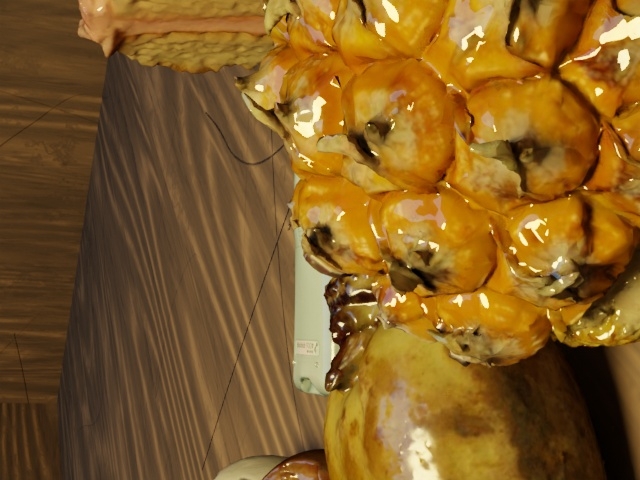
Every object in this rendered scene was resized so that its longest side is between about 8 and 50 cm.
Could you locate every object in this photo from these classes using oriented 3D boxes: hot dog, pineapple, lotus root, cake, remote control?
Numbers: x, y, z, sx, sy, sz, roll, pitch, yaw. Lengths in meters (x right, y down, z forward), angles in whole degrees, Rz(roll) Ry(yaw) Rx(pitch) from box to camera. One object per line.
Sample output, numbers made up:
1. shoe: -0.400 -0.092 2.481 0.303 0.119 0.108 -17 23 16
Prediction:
1. hot dog: 0.169 0.004 0.464 0.078 0.061 0.169 -43 -9 -50
2. pineapple: 0.084 -0.150 0.428 0.286 0.209 0.344 135 150 -57
3. lotus root: 0.085 0.140 0.555 0.169 0.141 0.314 130 130 -61
4. cake: -0.137 -0.376 1.031 0.307 0.293 0.314 143 122 -66
5. remote control: 0.001 0.000 0.924 0.103 0.051 0.293 167 105 -68

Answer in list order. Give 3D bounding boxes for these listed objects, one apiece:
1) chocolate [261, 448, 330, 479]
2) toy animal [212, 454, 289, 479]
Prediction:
1. chocolate: 0.011 0.228 0.762 0.133 0.127 0.124 9 133 39
2. toy animal: -0.058 0.289 0.901 0.166 0.138 0.179 -4 87 52
